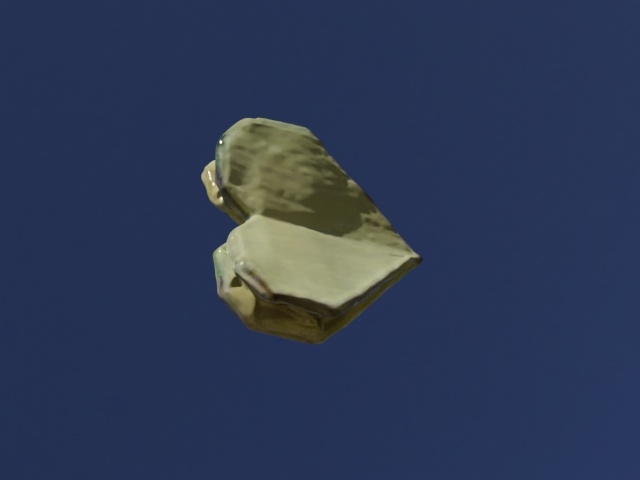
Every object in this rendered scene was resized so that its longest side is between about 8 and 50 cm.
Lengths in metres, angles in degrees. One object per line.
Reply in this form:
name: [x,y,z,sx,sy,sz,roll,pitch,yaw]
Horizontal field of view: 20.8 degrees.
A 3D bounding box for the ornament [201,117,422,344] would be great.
ornament: [0.000,0.000,1.362,0.180,0.201,0.059,14,-49,-23]
